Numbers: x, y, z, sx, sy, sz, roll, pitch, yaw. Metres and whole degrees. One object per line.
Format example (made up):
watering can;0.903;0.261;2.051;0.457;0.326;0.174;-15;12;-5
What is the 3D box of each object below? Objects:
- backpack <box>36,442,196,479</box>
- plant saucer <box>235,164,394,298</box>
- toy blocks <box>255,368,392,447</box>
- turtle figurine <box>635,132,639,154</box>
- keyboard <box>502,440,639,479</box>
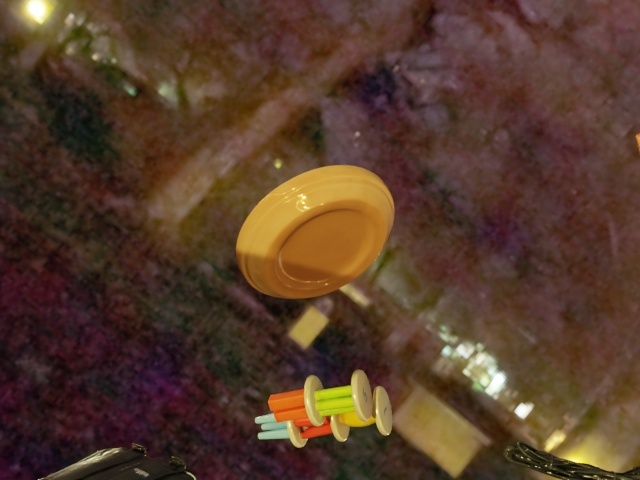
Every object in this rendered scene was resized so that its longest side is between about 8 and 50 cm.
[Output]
backpack;-0.353;0.452;1.648;0.225;0.191;0.254;12;7;31
plant saucer;0.000;0.000;1.186;0.200;0.200;0.037;40;14;-49
toy blocks;-0.012;0.181;1.070;0.123;0.148;0.054;46;37;-59
turtle figurine;0.483;-0.051;1.124;0.269;0.217;0.087;54;-19;-3
keyboard;0.226;0.254;0.841;0.317;0.033;0.201;16;44;-14
